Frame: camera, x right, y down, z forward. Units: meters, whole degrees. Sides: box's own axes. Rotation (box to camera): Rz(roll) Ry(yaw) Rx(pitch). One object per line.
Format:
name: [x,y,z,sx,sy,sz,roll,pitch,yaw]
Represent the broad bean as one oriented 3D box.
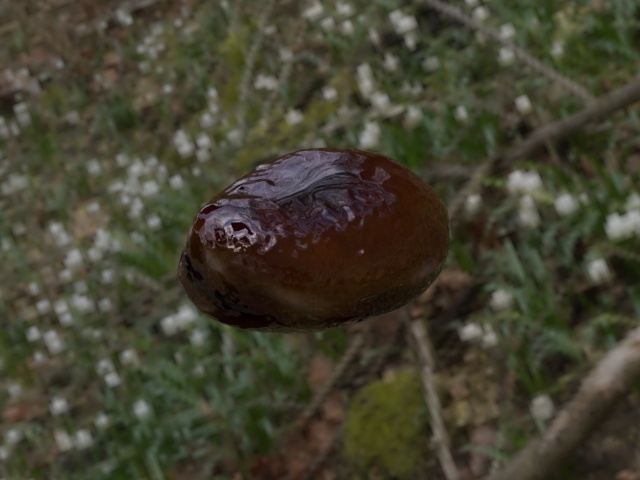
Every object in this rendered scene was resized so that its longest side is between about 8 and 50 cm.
broad bean: [0.000,0.000,0.964,0.165,0.114,0.084,-25,-10,-29]
